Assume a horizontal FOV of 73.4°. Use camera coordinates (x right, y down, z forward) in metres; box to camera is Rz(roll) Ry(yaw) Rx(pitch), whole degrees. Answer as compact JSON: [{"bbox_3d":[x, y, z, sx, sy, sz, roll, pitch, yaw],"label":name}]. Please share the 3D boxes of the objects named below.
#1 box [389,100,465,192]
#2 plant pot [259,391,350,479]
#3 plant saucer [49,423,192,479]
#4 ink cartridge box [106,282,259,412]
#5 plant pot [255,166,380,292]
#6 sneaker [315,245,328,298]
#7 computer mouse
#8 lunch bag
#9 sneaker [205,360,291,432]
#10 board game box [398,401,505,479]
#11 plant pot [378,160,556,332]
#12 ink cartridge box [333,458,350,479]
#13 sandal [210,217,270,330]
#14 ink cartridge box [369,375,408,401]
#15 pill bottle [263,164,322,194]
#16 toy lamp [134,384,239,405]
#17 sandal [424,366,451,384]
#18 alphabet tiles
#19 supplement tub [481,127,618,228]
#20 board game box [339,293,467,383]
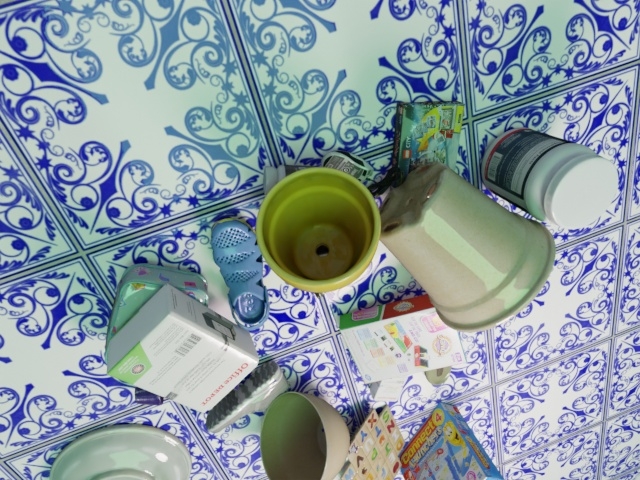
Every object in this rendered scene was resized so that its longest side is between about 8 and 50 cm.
[{"bbox_3d":[0.262,-0.224,1.072,0.159,0.044,0.233,-5,117,-12],"label":"box"},{"bbox_3d":[-0.021,0.605,1.300,0.191,0.284,0.284,18,111,-45],"label":"plant pot"},{"bbox_3d":[-0.593,0.730,1.283,0.400,0.100,0.401,-6,118,-12],"label":"plant saucer"},{"bbox_3d":[-0.311,0.258,0.997,0.198,0.115,0.273,-43,127,6],"label":"ink cartridge box"},{"bbox_3d":[0.000,0.000,0.963,0.253,0.239,0.254,-1,74,2],"label":"plant pot"},{"bbox_3d":[0.028,0.072,1.135,0.227,0.087,0.130,-16,121,-3],"label":"sneaker"},{"bbox_3d":[0.091,-0.174,1.045,0.193,0.042,0.106,23,138,-22],"label":"computer mouse"},{"bbox_3d":[-0.400,0.201,1.067,0.224,0.108,0.279,11,115,-26],"label":"lunch bag"},{"bbox_3d":[-0.210,0.482,1.260,0.281,0.105,0.115,-35,119,3],"label":"sneaker"},{"bbox_3d":[0.424,0.781,1.467,0.086,0.302,0.308,23,107,-24],"label":"board game box"},{"bbox_3d":[0.304,-0.007,1.010,0.305,0.334,0.334,38,101,-18],"label":"plant pot"},{"bbox_3d":[0.040,0.819,1.480,0.226,0.131,0.306,-26,121,-2],"label":"ink cartridge box"},{"bbox_3d":[-0.187,0.095,1.058,0.126,0.138,0.318,-16,117,-5],"label":"sandal"},{"bbox_3d":[0.222,0.460,1.396,0.088,0.052,0.123,10,112,-19],"label":"ink cartridge box"},{"bbox_3d":[-0.063,-0.138,1.008,0.137,0.078,0.078,0,116,-15],"label":"pill bottle"},{"bbox_3d":[-0.368,0.403,1.194,0.274,0.080,0.080,-8,117,-12],"label":"toy lamp"},{"bbox_3d":[0.394,0.357,1.372,0.120,0.086,0.303,-15,119,-8],"label":"sandal"},{"bbox_3d":[0.187,0.740,1.454,0.285,0.011,0.343,-45,125,-33],"label":"alphabet tiles"},{"bbox_3d":[0.545,-0.158,1.051,0.191,0.272,0.191,-6,117,-12],"label":"supplement tub"},{"bbox_3d":[0.242,0.288,1.254,0.316,0.064,0.242,-16,119,13],"label":"board game box"}]
